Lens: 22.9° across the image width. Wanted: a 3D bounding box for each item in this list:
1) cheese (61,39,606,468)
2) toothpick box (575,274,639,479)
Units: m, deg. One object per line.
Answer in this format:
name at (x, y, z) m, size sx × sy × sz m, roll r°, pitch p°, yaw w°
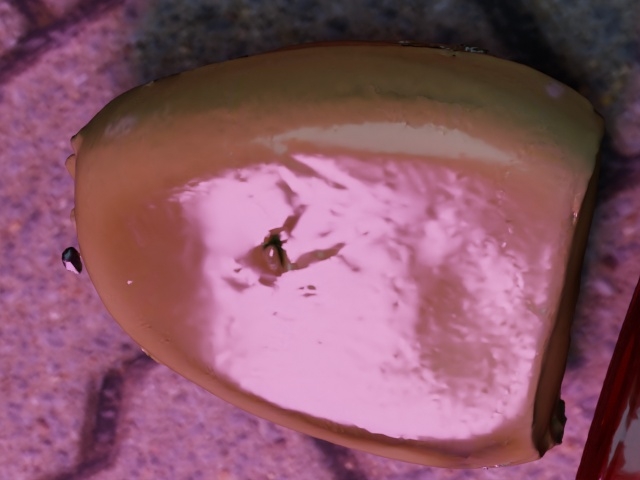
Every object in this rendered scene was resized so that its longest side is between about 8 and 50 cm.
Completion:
cheese at (0.000, 0.000, 0.904) m, size 0.315 × 0.128 × 0.260 m, roll 13°, pitch 113°, yaw 11°
toothpick box at (0.313, 0.131, 0.829) m, size 0.333 × 0.204 × 0.204 m, roll 18°, pitch 112°, yaw 8°
